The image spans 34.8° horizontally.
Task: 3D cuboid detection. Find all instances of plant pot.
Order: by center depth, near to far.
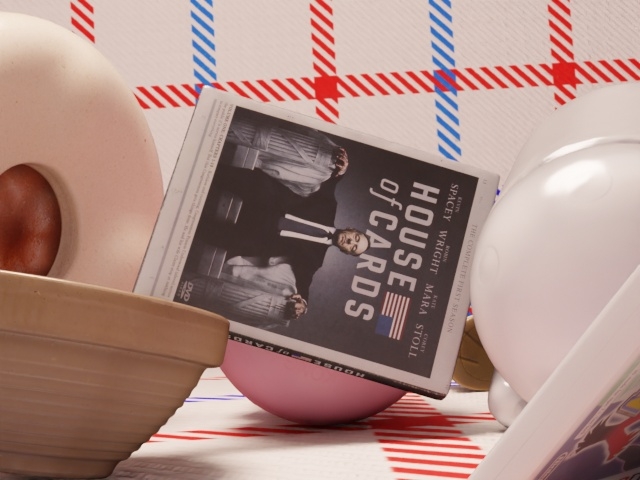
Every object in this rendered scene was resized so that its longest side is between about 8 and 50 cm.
[{"bbox_3d":[-0.180,0.085,0.633,0.237,0.110,0.237,7,-11,1],"label":"plant pot"}]

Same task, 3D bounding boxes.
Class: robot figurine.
[{"bbox_3d":[0.219,0.006,0.724,0.200,0.300,0.353,33,28,4],"label":"robot figurine"}]

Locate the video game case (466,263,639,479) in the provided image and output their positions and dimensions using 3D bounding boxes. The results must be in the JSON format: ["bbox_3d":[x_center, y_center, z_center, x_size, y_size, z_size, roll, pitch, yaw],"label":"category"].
[{"bbox_3d":[0.163,0.042,0.426,0.183,0.023,0.201,0,-50,-44],"label":"video game case"}]

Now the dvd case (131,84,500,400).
[{"bbox_3d":[0.000,0.000,0.761,0.238,0.179,0.029,16,-16,-1],"label":"dvd case"}]

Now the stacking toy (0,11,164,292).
[{"bbox_3d":[-0.415,-0.026,0.923,0.480,0.351,0.350,7,2,28],"label":"stacking toy"}]

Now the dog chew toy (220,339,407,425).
[{"bbox_3d":[-0.004,0.066,0.934,0.206,0.207,0.332,-3,-11,-6],"label":"dog chew toy"}]

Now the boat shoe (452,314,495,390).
[{"bbox_3d":[0.272,0.103,1.113,0.302,0.109,0.098,-9,-2,-7],"label":"boat shoe"}]
